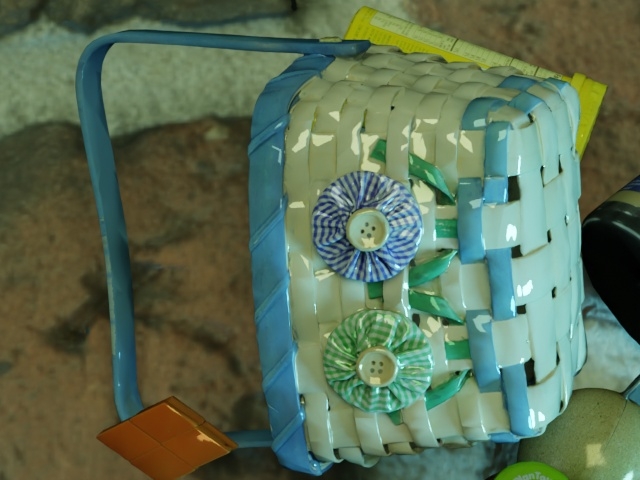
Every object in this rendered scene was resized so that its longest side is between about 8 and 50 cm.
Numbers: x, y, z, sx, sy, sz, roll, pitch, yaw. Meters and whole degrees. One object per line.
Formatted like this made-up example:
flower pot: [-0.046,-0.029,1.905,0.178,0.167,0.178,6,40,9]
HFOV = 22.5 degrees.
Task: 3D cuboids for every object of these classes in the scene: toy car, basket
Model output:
toy car: [0.168,0.143,0.930,0.149,0.155,0.188,27,59,9]
basket: [0.000,0.000,0.918,0.289,0.201,0.255,0,106,27]

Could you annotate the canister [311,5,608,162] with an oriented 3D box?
canister: [0.084,-0.071,1.041,0.169,0.073,0.126,21,72,9]

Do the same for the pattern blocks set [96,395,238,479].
pattern blocks set: [-0.078,0.227,0.879,0.324,0.026,0.285,13,102,12]

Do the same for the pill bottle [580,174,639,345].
pill bottle: [0.279,-0.026,0.998,0.219,0.123,0.123,-35,74,-15]
